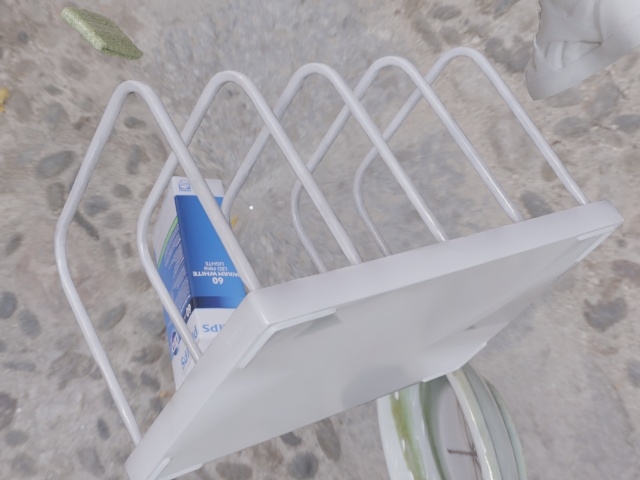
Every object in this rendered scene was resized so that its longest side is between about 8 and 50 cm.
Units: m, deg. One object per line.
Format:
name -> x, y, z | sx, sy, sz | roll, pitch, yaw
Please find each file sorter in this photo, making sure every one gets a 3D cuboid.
file sorter -> 0.000, 0.000, 0.614 | 0.277, 0.193, 0.173 | -14, 63, -39

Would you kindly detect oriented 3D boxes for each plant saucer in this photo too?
plant saucer -> 0.188, 0.293, 1.340 | 0.100, 0.400, 0.401 | -10, 93, -16

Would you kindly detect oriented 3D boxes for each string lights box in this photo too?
string lights box -> -0.164, 0.056, 1.323 | 0.076, 0.133, 0.260 | 2, 52, -24

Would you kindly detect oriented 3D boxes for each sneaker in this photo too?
sneaker -> 0.257, -0.254, 1.017 | 0.108, 0.292, 0.169 | -35, 90, -13

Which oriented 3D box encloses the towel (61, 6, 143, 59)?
towel -> -0.371, -0.351, 1.686 | 0.110, 0.148, 0.027 | 44, 105, 9
